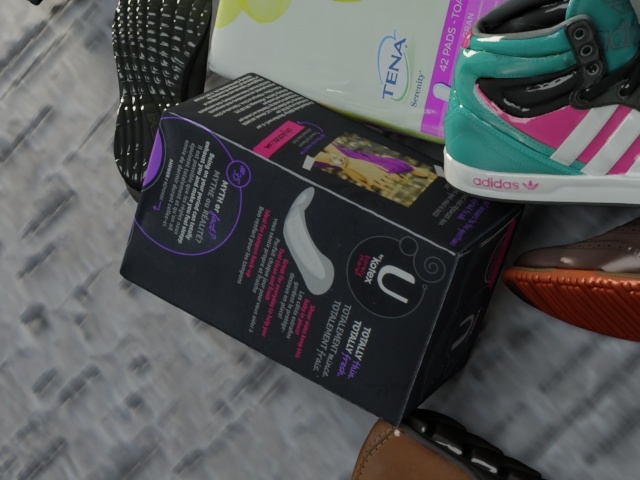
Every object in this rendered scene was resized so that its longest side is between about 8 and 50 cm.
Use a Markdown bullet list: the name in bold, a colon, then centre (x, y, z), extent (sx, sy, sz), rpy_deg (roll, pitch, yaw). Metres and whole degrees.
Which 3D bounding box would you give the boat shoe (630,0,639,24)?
- **boat shoe**: centre (0.269, -0.228, 1.370), extent (0.302, 0.103, 0.113), rpy_deg (-54, 40, 5)

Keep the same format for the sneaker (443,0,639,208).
- **sneaker**: centre (0.233, -0.126, 1.291), extent (0.296, 0.124, 0.178), rpy_deg (0, 120, 11)

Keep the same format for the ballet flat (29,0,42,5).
- **ballet flat**: centre (-0.213, -0.288, 1.693), extent (0.203, 0.074, 0.074), rpy_deg (-27, 68, 15)

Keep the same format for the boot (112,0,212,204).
- **boot**: centre (-0.139, -0.115, 1.565), extent (0.083, 0.161, 0.246), rpy_deg (3, 64, 4)

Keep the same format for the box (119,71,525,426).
- **box**: centre (0.000, 0.000, 1.410), extent (0.270, 0.143, 0.165), rpy_deg (28, 119, 19)

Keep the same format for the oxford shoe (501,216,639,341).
- **oxford shoe**: centre (0.268, 0.016, 1.350), extent (0.271, 0.097, 0.098), rpy_deg (0, 60, 36)

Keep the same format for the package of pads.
- **package of pads**: centre (0.062, -0.208, 1.464), extent (0.297, 0.101, 0.229), rpy_deg (19, 103, 25)

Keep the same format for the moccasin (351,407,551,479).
- **moccasin**: centre (0.170, 0.266, 1.319), extent (0.380, 0.139, 0.147), rpy_deg (27, 99, 28)
